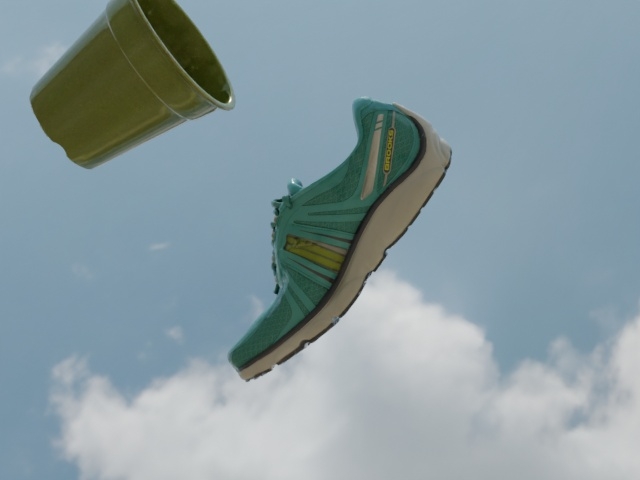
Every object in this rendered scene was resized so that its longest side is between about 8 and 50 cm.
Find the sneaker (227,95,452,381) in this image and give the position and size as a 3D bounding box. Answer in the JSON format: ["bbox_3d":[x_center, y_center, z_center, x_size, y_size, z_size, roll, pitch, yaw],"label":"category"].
[{"bbox_3d":[0.000,0.000,1.127,0.110,0.107,0.275,35,-87,-2],"label":"sneaker"}]

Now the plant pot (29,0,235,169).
[{"bbox_3d":[-0.098,-0.077,0.639,0.079,0.083,0.083,-35,-87,14],"label":"plant pot"}]
